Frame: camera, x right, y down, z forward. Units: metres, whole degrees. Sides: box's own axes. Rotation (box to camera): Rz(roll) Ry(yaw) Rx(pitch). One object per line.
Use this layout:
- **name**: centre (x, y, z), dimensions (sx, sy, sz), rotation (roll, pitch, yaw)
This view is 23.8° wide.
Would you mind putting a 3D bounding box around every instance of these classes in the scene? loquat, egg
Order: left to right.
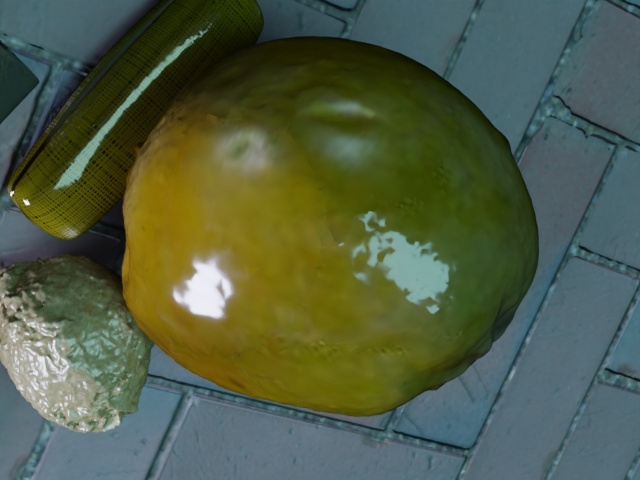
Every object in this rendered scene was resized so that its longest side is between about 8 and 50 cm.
- **egg**: centre (-0.183, 0.075, 1.132), dimensions (0.118, 0.116, 0.140), rotation (-19, 94, 1)
- **loquat**: centre (0.000, 0.000, 1.070), dimensions (0.276, 0.284, 0.276), rotation (-51, 167, -17)

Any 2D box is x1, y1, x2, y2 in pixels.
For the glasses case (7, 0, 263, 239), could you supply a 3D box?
- **glasses case**: centre (-0.134, -0.102, 1.116), dimensions (0.234, 0.064, 0.079), rotation (-49, 134, -5)

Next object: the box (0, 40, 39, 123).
- **box**: centre (-0.301, -0.118, 0.902), dimensions (0.149, 0.226, 0.226), rotation (-48, 127, -5)
